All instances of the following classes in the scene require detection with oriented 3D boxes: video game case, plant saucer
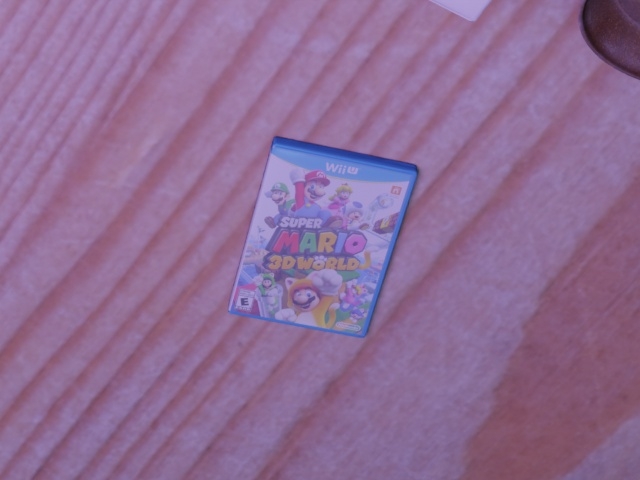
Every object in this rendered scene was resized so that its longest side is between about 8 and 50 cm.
[{"bbox_3d":[0.000,0.000,1.504,0.119,0.015,0.166,11,121,-9],"label":"video game case"},{"bbox_3d":[0.289,-0.174,1.352,0.198,0.036,0.198,5,153,3],"label":"plant saucer"}]

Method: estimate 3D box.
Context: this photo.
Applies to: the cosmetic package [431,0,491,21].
[{"bbox_3d":[0.137,-0.340,1.143,0.155,0.197,0.365,25,132,-15],"label":"cosmetic package"}]
